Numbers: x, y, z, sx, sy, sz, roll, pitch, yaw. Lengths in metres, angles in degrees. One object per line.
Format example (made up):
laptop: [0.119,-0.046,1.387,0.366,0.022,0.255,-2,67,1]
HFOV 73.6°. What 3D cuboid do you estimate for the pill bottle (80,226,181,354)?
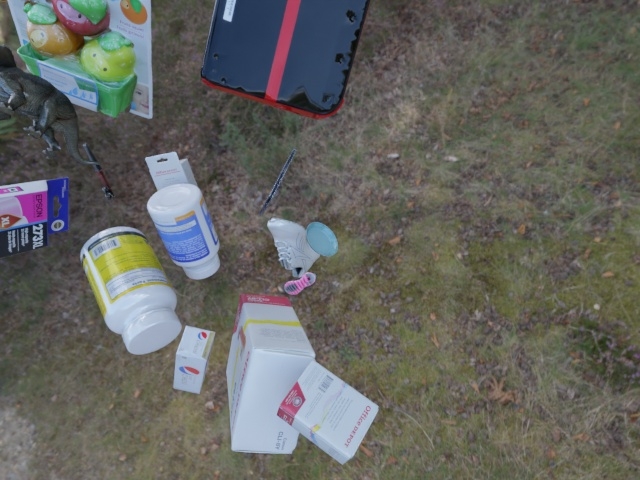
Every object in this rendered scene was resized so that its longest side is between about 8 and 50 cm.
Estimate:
pill bottle: [-0.517,0.136,1.183,0.188,0.188,0.333,-33,63,-8]

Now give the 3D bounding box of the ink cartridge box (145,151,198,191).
ink cartridge box: [-0.444,-0.183,1.305,0.105,0.181,0.061,-9,27,9]

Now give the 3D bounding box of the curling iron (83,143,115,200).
curling iron: [-0.991,-0.304,1.925,0.035,0.273,0.068,-20,30,-16]

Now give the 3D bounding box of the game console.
game console: [-0.065,-0.501,0.977,0.342,0.386,0.060,12,12,-19]

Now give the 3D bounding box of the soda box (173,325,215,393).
soda box: [-0.303,0.289,1.020,0.069,0.216,0.073,15,49,-8]

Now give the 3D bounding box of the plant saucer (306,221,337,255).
plant saucer: [0.000,0.000,1.314,0.021,0.119,0.119,-40,31,41]

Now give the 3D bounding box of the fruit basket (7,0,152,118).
fruit basket: [-0.529,-0.456,0.932,0.327,0.353,0.165,20,55,-5]

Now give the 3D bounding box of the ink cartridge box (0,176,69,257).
ink cartridge box: [-0.795,-0.043,1.059,0.069,0.175,0.371,30,30,20]

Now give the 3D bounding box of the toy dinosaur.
toy dinosaur: [-0.563,-0.269,0.850,0.121,0.314,0.160,-21,53,36]

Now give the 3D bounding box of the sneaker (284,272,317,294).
sneaker: [-0.059,0.133,1.350,0.119,0.047,0.057,-26,2,22]

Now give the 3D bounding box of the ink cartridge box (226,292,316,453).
ink cartridge box: [-0.155,0.341,1.181,0.161,0.278,0.385,10,9,-17]

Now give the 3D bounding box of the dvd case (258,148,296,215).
dvd case: [-0.155,-0.209,1.550,0.018,0.164,0.221,28,63,-10]

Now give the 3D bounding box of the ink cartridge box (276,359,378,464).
ink cartridge box: [0.015,0.364,0.912,0.175,0.072,0.127,33,53,13]

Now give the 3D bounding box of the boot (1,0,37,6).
boot: [-0.969,-0.800,1.270,0.295,0.211,0.104,40,82,13]

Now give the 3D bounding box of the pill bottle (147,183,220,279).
pill bottle: [-0.388,-0.018,1.262,0.153,0.271,0.152,-5,40,4]

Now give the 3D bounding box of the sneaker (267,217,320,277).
sneaker: [-0.098,0.027,1.483,0.111,0.297,0.129,10,63,35]
